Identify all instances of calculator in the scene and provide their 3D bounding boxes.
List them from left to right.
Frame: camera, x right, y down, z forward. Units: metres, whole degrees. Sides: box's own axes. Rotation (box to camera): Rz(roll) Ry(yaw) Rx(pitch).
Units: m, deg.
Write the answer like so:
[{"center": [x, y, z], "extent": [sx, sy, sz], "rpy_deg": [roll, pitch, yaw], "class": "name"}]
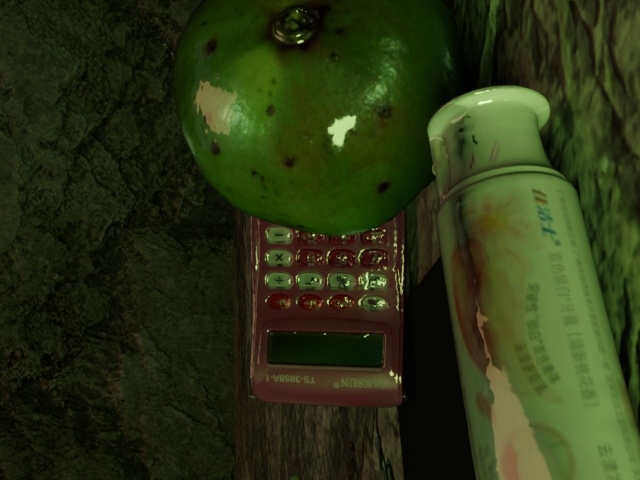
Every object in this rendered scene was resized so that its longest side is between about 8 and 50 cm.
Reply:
[{"center": [0.007, 0.035, 0.722], "extent": [0.034, 0.127, 0.190], "rpy_deg": [1, -90, -76], "class": "calculator"}]

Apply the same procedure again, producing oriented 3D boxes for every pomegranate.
[{"center": [0.007, -0.086, 0.597], "extent": [0.225, 0.187, 0.186], "rpy_deg": [45, -140, -74], "class": "pomegranate"}]

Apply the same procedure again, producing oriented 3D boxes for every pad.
[{"center": [0.094, 0.125, 0.585], "extent": [0.367, 0.007, 0.247], "rpy_deg": [110, 157, -67], "class": "pad"}]

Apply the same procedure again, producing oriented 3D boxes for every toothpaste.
[{"center": [0.095, 0.087, 0.373], "extent": [0.100, 0.066, 0.323], "rpy_deg": [-31, 55, 43], "class": "toothpaste"}]

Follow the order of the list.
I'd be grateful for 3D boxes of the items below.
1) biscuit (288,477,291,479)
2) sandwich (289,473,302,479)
[{"center": [-0.045, 0.506, 1.474], "extent": [0.139, 0.016, 0.231], "rpy_deg": [109, 158, -68], "class": "biscuit"}, {"center": [-0.040, 0.484, 1.322], "extent": [0.212, 0.063, 0.244], "rpy_deg": [-98, 11, -54], "class": "sandwich"}]
